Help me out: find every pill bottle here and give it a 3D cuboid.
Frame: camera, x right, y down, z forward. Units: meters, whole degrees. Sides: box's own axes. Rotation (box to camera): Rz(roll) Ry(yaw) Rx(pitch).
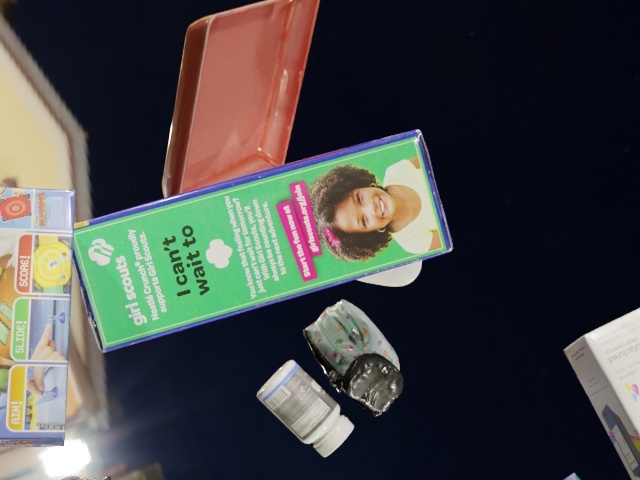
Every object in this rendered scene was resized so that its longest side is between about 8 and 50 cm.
[{"bbox_3d":[-0.021,0.249,1.592,0.137,0.078,0.078,45,-31,-1],"label":"pill bottle"}]

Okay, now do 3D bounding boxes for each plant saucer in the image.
[{"bbox_3d":[-0.101,-0.171,1.297,0.047,0.259,0.259,23,-61,19],"label":"plant saucer"}]

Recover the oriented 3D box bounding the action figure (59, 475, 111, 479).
[{"bbox_3d":[-0.399,0.302,1.267,0.185,0.284,0.099,104,-6,-70],"label":"action figure"}]

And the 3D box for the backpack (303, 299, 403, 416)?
[{"bbox_3d":[0.056,0.190,1.823,0.182,0.115,0.152,51,2,42],"label":"backpack"}]

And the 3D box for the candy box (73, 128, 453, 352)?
[{"bbox_3d":[-0.063,0.001,1.033,0.268,0.317,0.122,176,-104,-84],"label":"candy box"}]

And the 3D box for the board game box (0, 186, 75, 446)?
[{"bbox_3d":[-0.259,0.055,0.823,0.035,0.136,0.201,122,-31,-65],"label":"board game box"}]

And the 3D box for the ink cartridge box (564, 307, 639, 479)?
[{"bbox_3d":[0.373,0.168,1.103,0.093,0.154,0.213,97,-31,-74],"label":"ink cartridge box"}]

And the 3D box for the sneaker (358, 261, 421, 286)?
[{"bbox_3d":[0.000,0.000,1.671,0.147,0.295,0.105,-150,-104,-79],"label":"sneaker"}]

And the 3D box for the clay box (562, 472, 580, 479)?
[{"bbox_3d":[0.319,0.457,1.646,0.053,0.222,0.127,52,10,-6],"label":"clay box"}]
